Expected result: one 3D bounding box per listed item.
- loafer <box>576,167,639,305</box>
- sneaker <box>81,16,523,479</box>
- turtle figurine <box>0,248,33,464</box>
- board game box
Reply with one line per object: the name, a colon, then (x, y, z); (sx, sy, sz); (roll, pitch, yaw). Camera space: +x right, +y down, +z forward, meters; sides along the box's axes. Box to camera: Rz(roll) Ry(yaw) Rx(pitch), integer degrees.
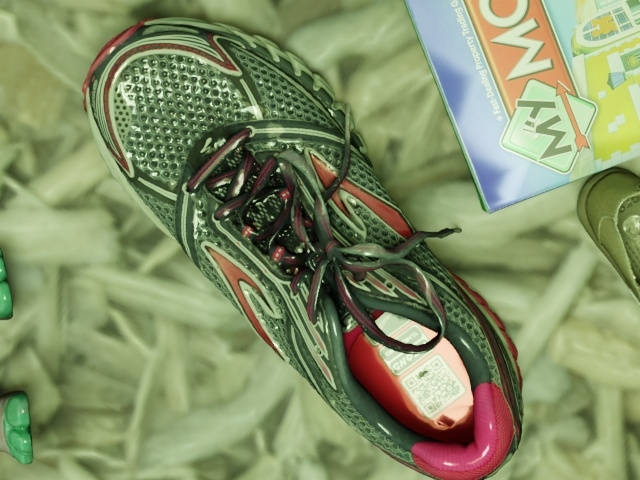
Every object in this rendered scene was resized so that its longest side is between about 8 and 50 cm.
loafer: (0.192, 0.025, 0.871); (0.056, 0.050, 0.148); (-45, 93, 6)
sneaker: (0.000, 0.000, 0.845); (0.299, 0.112, 0.121); (44, 96, -2)
turtle figurine: (-0.275, 0.079, 0.863); (0.234, 0.118, 0.175); (-10, 111, -12)
board game box: (0.127, -0.199, 0.847); (0.213, 0.046, 0.317); (-22, 94, 3)
